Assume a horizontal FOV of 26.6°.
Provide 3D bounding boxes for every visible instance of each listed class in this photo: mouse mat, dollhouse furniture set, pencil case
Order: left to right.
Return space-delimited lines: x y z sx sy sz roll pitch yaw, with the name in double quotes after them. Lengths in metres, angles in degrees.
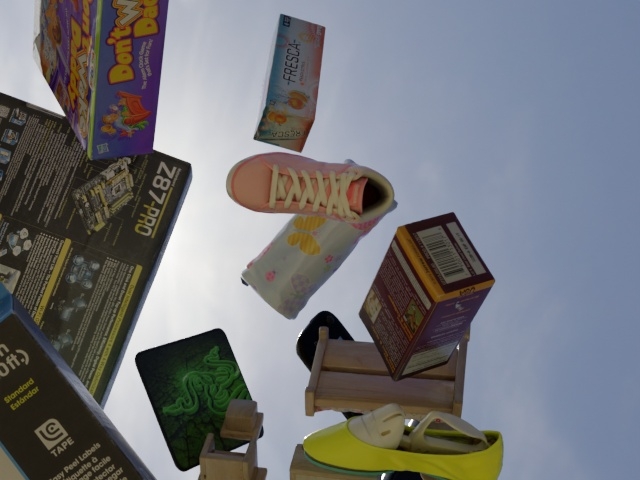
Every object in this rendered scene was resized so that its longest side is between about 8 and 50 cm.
-0.145 0.192 1.667 0.007 0.190 0.152 -26 -96 30 "mouse mat"
0.000 0.000 2.148 0.273 0.124 0.113 -48 -115 5 "pencil case"
0.029 0.240 1.737 0.303 0.355 0.174 5 -57 8 "dollhouse furniture set"

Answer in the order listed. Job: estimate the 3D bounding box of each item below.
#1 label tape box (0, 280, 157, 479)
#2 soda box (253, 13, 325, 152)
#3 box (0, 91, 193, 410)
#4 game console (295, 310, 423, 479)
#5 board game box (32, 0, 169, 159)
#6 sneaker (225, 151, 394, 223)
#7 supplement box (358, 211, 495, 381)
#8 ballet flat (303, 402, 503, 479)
-0.336 0.191 1.267 0.333 0.241 0.106 50 -6 11 "label tape box"
-0.036 -0.190 1.625 0.183 0.063 0.058 -84 -167 -45 "soda box"
-0.387 0.026 1.841 0.097 0.318 0.395 108 2 -81 "box"
0.085 0.265 1.920 0.044 0.213 0.361 -32 -79 30 "game console"
-0.245 -0.299 1.506 0.233 0.078 0.347 54 -37 43 "board game box"
-0.003 -0.042 1.079 0.070 0.134 0.051 -171 -93 -66 "sneaker"
0.121 0.068 1.590 0.104 0.081 0.188 62 -28 27 "supplement box"
0.097 0.220 1.501 0.077 0.231 0.077 -106 -150 -63 "ballet flat"
